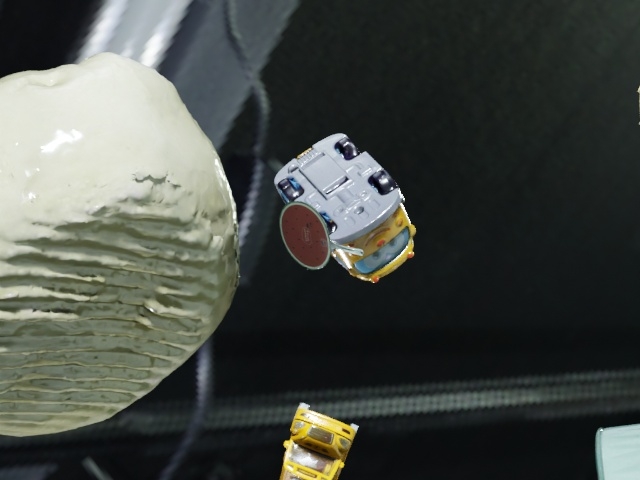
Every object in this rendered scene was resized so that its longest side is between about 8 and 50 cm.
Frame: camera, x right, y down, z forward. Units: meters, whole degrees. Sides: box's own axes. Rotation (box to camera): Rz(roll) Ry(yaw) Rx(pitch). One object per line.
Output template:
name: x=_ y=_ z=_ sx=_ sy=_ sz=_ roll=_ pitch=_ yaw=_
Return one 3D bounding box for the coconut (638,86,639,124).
coconut: x=0.470 y=-0.108 z=1.814 sx=0.233 sy=0.245 sz=0.233 roll=-1 pitch=-35 yaw=-1

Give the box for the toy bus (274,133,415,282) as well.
toy bus: x=0.041 y=-0.037 z=2.214 sx=0.126 sy=0.209 sz=0.136 roll=-35 pitch=-52 yaw=-6

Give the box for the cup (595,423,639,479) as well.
cup: x=0.538 y=0.390 z=1.962 sx=0.392 sy=0.401 sz=0.310 roll=-13 pitch=-12 yaw=14

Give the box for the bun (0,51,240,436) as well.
bun: x=-0.238 y=0.007 z=1.399 sx=0.326 sy=0.234 sz=0.362 roll=-20 pitch=-37 yaw=-27

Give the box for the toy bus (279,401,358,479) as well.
toy bus: x=-0.008 y=0.240 z=1.806 sx=0.162 sy=0.070 sz=0.074 roll=102 pitch=-170 yaw=-65

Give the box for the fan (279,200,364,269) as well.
fan: x=0.000 y=0.000 z=1.858 sx=0.005 sy=0.133 sz=0.085 roll=-26 pitch=-58 yaw=-38
